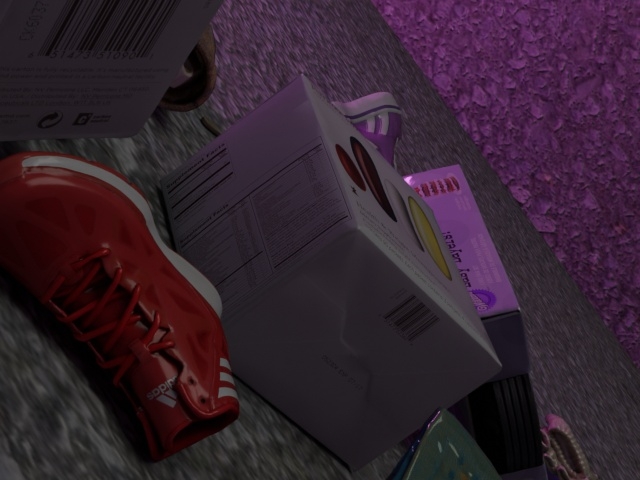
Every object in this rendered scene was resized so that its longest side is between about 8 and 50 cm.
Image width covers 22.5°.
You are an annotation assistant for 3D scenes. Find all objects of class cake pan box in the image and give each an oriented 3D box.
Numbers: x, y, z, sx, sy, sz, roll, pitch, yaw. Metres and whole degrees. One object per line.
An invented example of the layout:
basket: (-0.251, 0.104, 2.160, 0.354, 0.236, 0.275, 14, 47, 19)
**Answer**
cake pan box: (0.143, 0.098, 1.492, 0.267, 0.070, 0.246, -104, 179, -58)

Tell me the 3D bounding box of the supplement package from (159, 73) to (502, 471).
supplement package: (0.005, 0.024, 1.229, 0.194, 0.149, 0.203, 43, 17, -37)

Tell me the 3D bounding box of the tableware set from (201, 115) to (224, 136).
tableware set: (-0.029, -0.045, 1.538, 0.194, 0.039, 0.128, 39, 19, -46)

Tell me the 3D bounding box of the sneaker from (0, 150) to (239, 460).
sneaker: (-0.109, 0.044, 0.920, 0.221, 0.087, 0.128, 38, 19, -46)

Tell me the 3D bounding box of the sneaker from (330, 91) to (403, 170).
sneaker: (0.048, -0.072, 1.783, 0.161, 0.102, 0.282, 57, 24, 3)

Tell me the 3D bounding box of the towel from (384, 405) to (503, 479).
towel: (0.118, 0.310, 0.912, 0.370, 0.040, 0.271, 54, 39, -7)

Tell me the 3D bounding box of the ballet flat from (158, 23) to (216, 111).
ballet flat: (-0.180, -0.209, 1.305, 0.316, 0.107, 0.106, 39, 26, -44)

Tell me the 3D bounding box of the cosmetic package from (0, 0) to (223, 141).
cosmetic package: (-0.179, -0.177, 0.992, 0.151, 0.151, 0.184, -5, 54, -42)

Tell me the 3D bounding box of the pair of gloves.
pair of gloves: (0.302, 0.296, 1.727, 0.240, 0.042, 0.204, 65, 11, 16)

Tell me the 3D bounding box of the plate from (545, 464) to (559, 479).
plate: (0.219, 0.235, 1.713, 0.188, 0.024, 0.188, 51, 13, -16)
